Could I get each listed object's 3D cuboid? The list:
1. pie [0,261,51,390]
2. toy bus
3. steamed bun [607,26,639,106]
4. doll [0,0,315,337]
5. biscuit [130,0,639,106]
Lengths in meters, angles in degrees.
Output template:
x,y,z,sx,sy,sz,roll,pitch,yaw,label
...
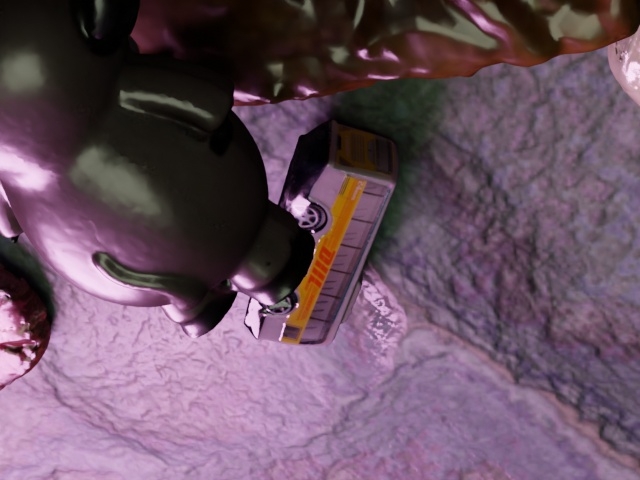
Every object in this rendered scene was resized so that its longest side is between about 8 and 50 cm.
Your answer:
x,y,z,sx,sy,sz,roll,pitch,yaw,label
-0.282,0.064,1.215,0.154,0.036,0.154,4,130,5,pie
0.000,0.000,1.083,0.072,0.057,0.172,13,131,-8,toy bus
0.230,-0.116,0.906,0.130,0.091,0.112,10,136,5,steamed bun
-0.114,-0.054,0.818,0.182,0.117,0.257,-26,119,31,doll
-0.042,-0.240,0.829,0.395,0.166,0.343,-5,128,20,biscuit
